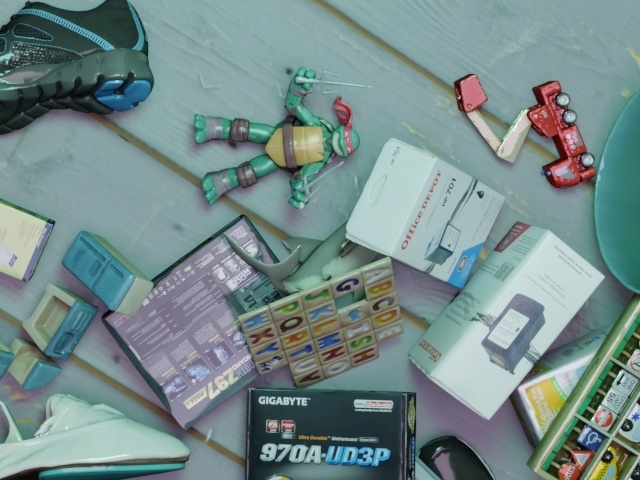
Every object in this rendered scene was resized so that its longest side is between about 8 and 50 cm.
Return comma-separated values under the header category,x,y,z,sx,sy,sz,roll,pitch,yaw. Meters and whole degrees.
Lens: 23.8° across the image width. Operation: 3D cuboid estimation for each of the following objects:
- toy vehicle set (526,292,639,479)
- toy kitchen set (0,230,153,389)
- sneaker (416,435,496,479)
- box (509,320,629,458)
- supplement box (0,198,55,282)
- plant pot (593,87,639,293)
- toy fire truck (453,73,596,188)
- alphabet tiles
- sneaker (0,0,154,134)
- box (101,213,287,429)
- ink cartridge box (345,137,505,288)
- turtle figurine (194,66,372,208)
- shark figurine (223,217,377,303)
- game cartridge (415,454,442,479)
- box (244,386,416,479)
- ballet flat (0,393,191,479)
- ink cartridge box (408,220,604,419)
category,x,y,z,sx,sy,sz,roll,pitch,yaw
toy vehicle set,0.404,0.222,1.950,0.166,0.035,0.267,31,91,-9
toy kitchen set,-0.343,0.090,1.871,0.122,0.166,0.207,37,98,36
sneaker,0.212,0.395,2.004,0.107,0.124,0.283,-21,96,-5
box,0.358,0.194,2.014,0.203,0.103,0.114,-23,97,-4
supplement box,-0.393,-0.001,1.938,0.083,0.056,0.083,23,92,-7
plant pot,0.530,-0.057,1.932,0.235,0.293,0.293,10,94,-27
toy fire truck,0.269,-0.146,2.005,0.135,0.047,0.192,-24,98,-4
alphabet tiles,0.008,0.116,1.924,0.198,0.237,0.009,-22,59,-4
sneaker,-0.382,-0.220,1.909,0.341,0.125,0.139,-7,68,-3
box,-0.139,0.105,1.974,0.233,0.059,0.183,-37,97,-3
ink cartridge box,0.135,-0.032,1.930,0.082,0.191,0.139,26,92,35
turtle figurine,-0.038,-0.120,1.939,0.234,0.118,0.175,-8,79,10
shark figurine,-0.019,0.021,1.947,0.116,0.278,0.166,33,126,28
game cartridge,0.111,0.401,1.957,0.294,0.060,0.196,42,97,23
box,0.013,0.279,1.954,0.220,0.051,0.175,0,86,20
ballet flat,-0.371,0.260,1.937,0.400,0.139,0.139,-9,96,-5
ink cartridge box,0.234,0.100,1.958,0.100,0.172,0.237,39,90,-8
